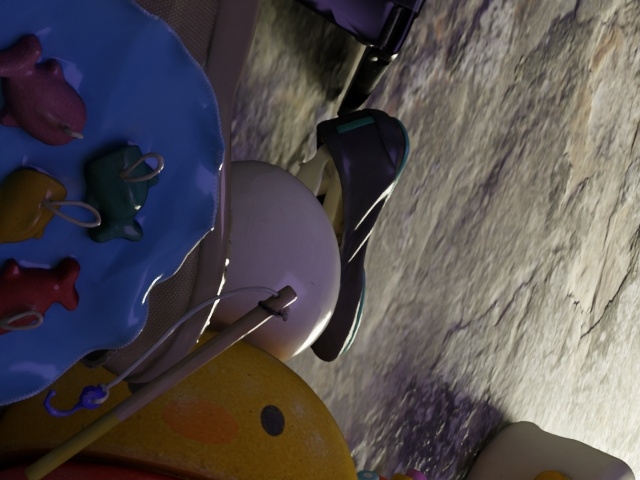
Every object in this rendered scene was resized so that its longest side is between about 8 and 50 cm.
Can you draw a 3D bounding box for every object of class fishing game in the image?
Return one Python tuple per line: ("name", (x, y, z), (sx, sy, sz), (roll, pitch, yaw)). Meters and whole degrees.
("fishing game", (-0.119, -0.011, 0.608), (0.189, 0.041, 0.264), (-32, 131, -8))

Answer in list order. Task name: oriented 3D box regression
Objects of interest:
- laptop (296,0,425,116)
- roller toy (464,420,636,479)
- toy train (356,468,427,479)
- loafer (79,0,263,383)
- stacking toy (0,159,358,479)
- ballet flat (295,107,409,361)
("laptop", (0.008, -0.312, 0.957), (0.408, 0.236, 0.382), (135, -21, -84))
("roller toy", (0.224, 0.285, 1.651), (0.191, 0.146, 0.209), (-34, 137, -50))
("toy train", (0.037, 0.249, 1.391), (0.125, 0.046, 0.166), (-29, 130, -51))
("loafer", (-0.087, -0.054, 0.689), (0.092, 0.102, 0.269), (-4, 126, -23))
("stacking toy", (-0.094, 0.166, 0.893), (0.351, 0.350, 0.480), (60, 37, -58))
("ballet flat", (0.000, 0.000, 1.118), (0.074, 0.074, 0.203), (-36, 150, -48))
